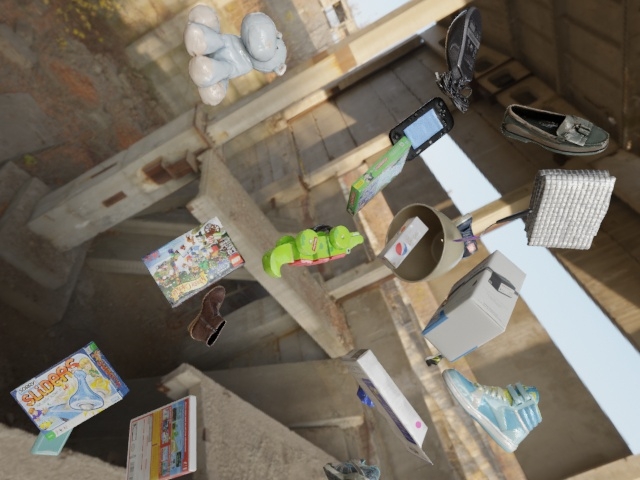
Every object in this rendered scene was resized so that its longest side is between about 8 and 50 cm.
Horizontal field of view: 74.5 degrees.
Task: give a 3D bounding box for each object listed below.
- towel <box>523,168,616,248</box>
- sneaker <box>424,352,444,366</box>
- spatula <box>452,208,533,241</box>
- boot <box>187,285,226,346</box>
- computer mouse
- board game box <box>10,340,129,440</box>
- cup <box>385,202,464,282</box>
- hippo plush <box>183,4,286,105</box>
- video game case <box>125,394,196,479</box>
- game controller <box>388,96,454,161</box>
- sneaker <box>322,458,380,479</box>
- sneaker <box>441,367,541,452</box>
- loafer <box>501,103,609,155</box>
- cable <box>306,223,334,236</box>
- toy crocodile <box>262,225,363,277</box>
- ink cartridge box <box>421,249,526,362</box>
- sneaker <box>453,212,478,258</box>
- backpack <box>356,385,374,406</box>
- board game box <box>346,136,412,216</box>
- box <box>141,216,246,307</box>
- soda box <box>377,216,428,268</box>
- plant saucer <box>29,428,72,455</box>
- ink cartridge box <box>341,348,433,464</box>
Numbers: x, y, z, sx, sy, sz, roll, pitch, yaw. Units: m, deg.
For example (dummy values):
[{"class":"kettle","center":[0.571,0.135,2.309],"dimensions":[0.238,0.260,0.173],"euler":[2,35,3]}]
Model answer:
[{"class":"towel","center":[0.871,-0.114,1.498],"dimensions":[0.121,0.234,0.284],"euler":[-78,168,-59]},{"class":"sneaker","center":[0.406,0.416,1.466],"dimensions":[0.031,0.083,0.035],"euler":[58,15,-60]},{"class":"spatula","center":[0.620,-0.047,1.526],"dimensions":[0.084,0.296,0.031],"euler":[4,61,-52]},{"class":"boot","center":[-0.440,0.314,1.765],"dimensions":[0.206,0.249,0.090],"euler":[8,-31,49]},{"class":"computer mouse","center":[0.387,-0.523,1.194],"dimensions":[0.188,0.072,0.273],"euler":[16,87,-50]},{"class":"board game box","center":[-0.533,0.322,0.898],"dimensions":[0.136,0.201,0.035],"euler":[57,7,-8]},{"class":"cup","center":[0.476,0.021,1.808],"dimensions":[0.236,0.331,0.331],"euler":[6,48,-34]},{"class":"hippo plush","center":[-0.215,-0.493,1.162],"dimensions":[0.294,0.236,0.235],"euler":[63,27,-74]},{"class":"video game case","center":[-0.476,0.604,1.254],"dimensions":[0.025,0.285,0.204],"euler":[34,36,-47]},{"class":"game controller","center":[0.451,-0.493,1.872],"dimensions":[0.167,0.319,0.067],"euler":[53,-10,-7]},{"class":"sneaker","center":[0.125,0.915,1.645],"dimensions":[0.122,0.282,0.110],"euler":[-31,98,-38]},{"class":"sneaker","center":[0.562,0.491,1.353],"dimensions":[0.319,0.208,0.127],"euler":[45,10,4]},{"class":"loafer","center":[0.621,-0.299,1.121],"dimensions":[0.267,0.096,0.084],"euler":[21,-19,27]},{"class":"cable","center":[0.000,0.000,1.576],"dimensions":[0.184,0.150,0.047],"euler":[21,-36,53]},{"class":"toy crocodile","center":[-0.011,0.025,1.159],"dimensions":[0.340,0.115,0.105],"euler":[-9,86,-46]},{"class":"ink cartridge box","center":[0.473,0.194,1.286],"dimensions":[0.129,0.223,0.307],"euler":[44,43,8]},{"class":"sneaker","center":[0.703,-0.010,2.039],"dimensions":[0.148,0.131,0.350],"euler":[59,2,24]},{"class":"backpack","center":[0.213,0.620,1.760],"dimensions":[0.101,0.120,0.098],"euler":[7,16,-32]},{"class":"board game box","center":[0.234,-0.255,1.706],"dimensions":[0.046,0.317,0.214],"euler":[42,-19,15]},{"class":"box","center":[-0.350,0.058,1.177],"dimensions":[0.159,0.233,0.044],"euler":[56,-20,3]},{"class":"soda box","center":[0.322,0.009,1.649],"dimensions":[0.074,0.216,0.069],"euler":[44,-15,-9]},{"class":"plant saucer","center":[-0.615,0.429,1.007],"dimensions":[0.067,0.192,0.018],"euler":[28,1,-37]},{"class":"ink cartridge box","center":[0.213,0.503,1.308],"dimensions":[0.371,0.069,0.176],"euler":[56,-19,4]}]
